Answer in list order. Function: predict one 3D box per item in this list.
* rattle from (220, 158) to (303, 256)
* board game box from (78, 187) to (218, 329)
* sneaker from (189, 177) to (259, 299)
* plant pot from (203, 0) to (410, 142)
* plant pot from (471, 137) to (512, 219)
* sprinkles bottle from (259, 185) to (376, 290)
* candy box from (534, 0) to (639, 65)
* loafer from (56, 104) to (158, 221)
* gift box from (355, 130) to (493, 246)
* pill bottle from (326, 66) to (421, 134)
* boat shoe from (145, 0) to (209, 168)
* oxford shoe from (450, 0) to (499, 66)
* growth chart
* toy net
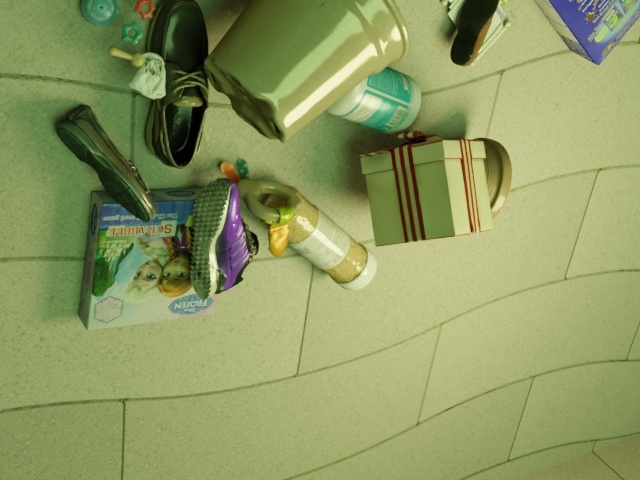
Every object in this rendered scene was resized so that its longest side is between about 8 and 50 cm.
[{"bbox_3d":[-0.147,-0.079,1.981,0.130,0.200,0.142,-56,166,-34],"label":"rattle"},{"bbox_3d":[-0.367,0.038,1.965,0.319,0.066,0.318,-5,121,-32],"label":"board game box"},{"bbox_3d":[-0.202,-0.014,1.944,0.146,0.102,0.293,-12,129,-37],"label":"sneaker"},{"bbox_3d":[-0.050,-0.372,1.705,0.305,0.334,0.334,-47,134,-11],"label":"plant pot"},{"bbox_3d":[0.371,-0.155,2.236,0.110,0.237,0.237,11,112,-30],"label":"plant pot"},{"bbox_3d":[0.000,0.000,2.155,0.121,0.121,0.355,-49,133,2],"label":"sprinkles bottle"},{"bbox_3d":[0.691,-0.648,2.210,0.268,0.122,0.317,-51,134,5],"label":"candy box"},{"bbox_3d":[-0.411,-0.156,1.760,0.267,0.096,0.084,51,57,-27],"label":"loafer"},{"bbox_3d":[0.235,-0.127,2.090,0.255,0.276,0.258,-8,91,-60],"label":"gift box"},{"bbox_3d":[0.093,-0.340,1.981,0.264,0.146,0.146,14,110,-40],"label":"pill bottle"},{"bbox_3d":[-0.271,-0.308,1.761,0.132,0.130,0.355,-12,124,-29],"label":"boat shoe"},{"bbox_3d":[0.375,-0.520,2.096,0.076,0.076,0.212,-7,124,-65],"label":"oxford shoe"},{"bbox_3d":[0.387,-0.561,2.125,0.172,0.021,0.237,-44,133,-3],"label":"growth chart"},{"bbox_3d":[-0.352,-0.383,1.663,0.122,0.045,0.232,-33,112,-10],"label":"toy net"}]
